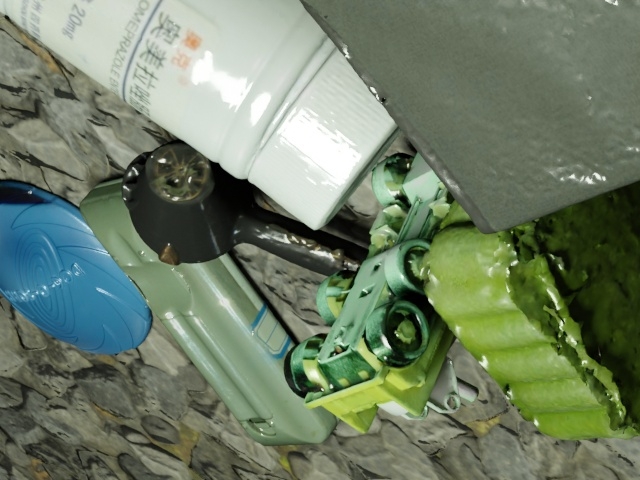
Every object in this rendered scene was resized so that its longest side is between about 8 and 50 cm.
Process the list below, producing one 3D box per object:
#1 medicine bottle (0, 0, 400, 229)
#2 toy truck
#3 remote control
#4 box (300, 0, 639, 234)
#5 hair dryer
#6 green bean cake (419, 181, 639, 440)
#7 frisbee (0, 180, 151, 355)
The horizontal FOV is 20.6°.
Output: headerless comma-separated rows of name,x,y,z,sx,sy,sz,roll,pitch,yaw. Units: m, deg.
medicine bottle,-0.074,-0.169,1.340,0.332,0.190,0.190,35,144,5
toy truck,0.087,0.033,1.379,0.135,0.259,0.128,33,148,-21
remote control,-0.112,0.078,1.753,0.128,0.065,0.335,-9,124,49
box,0.185,-0.192,1.078,0.251,0.204,0.345,50,143,-17
hair dryer,0.000,0.000,1.511,0.359,0.120,0.304,20,172,-3
green bean cake,0.199,0.022,1.311,0.214,0.200,0.113,49,152,-21
frisbee,-0.289,0.040,1.885,0.242,0.045,0.242,22,141,19
